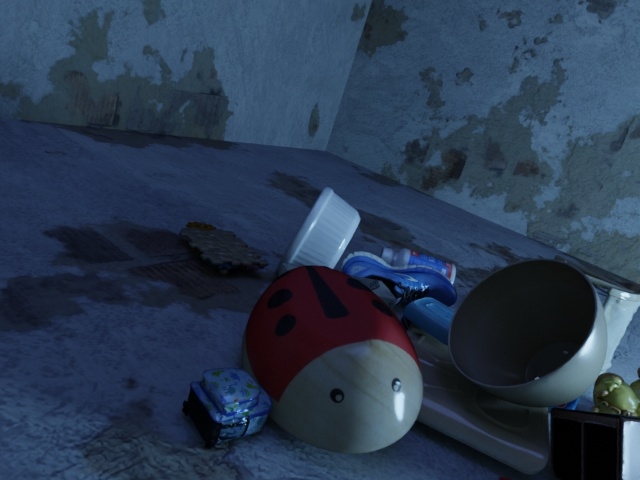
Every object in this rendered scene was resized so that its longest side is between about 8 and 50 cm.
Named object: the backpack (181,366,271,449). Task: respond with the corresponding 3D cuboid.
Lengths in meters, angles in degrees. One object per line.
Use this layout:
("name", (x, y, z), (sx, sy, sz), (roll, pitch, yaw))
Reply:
("backpack", (-0.134, 0.248, 0.855), (0.114, 0.084, 0.105), (6, 23, -43))

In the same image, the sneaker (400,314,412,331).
("sneaker", (0.288, 0.221, 1.373), (0.188, 0.078, 0.067), (22, 18, 11))

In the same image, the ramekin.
("ramekin", (0.000, 0.000, 1.489), (0.127, 0.272, 0.273), (30, 17, -1))

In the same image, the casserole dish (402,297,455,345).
("casserole dish", (0.275, 0.181, 1.267), (0.114, 0.037, 0.188), (-7, 32, -45))

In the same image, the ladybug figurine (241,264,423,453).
("ladybug figurine", (0.012, 0.174, 1.001), (0.305, 0.161, 0.449), (-9, 27, -19))

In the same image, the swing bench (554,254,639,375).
("swing bench", (0.702, 0.209, 1.532), (0.255, 0.253, 0.165), (27, 20, 31))

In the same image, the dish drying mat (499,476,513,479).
("dish drying mat", (0.311, 0.416, 0.906), (0.032, 0.008, 0.083), (20, 17, 4))

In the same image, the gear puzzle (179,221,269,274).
("gear puzzle", (-0.289, 0.014, 1.519), (0.176, 0.044, 0.339), (3, 19, -35))

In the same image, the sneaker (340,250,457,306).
("sneaker", (0.217, 0.140, 1.532), (0.330, 0.129, 0.147), (12, 32, -8))

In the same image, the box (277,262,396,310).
("box", (0.033, 0.137, 1.351), (0.275, 0.094, 0.113), (11, 18, -22))

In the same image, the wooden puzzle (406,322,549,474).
("wooden puzzle", (0.292, 0.305, 1.134), (0.322, 0.080, 0.348), (23, 22, 17))

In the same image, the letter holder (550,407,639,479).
("letter holder", (0.568, 0.418, 0.969), (0.302, 0.214, 0.152), (11, -14, -20))

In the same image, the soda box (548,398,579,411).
("soda box", (0.572, 0.338, 1.310), (0.071, 0.067, 0.210), (26, 18, 25))

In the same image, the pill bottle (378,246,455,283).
("pill bottle", (0.281, 0.095, 1.683), (0.222, 0.124, 0.124), (18, 17, 0))

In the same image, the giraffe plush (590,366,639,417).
("giraffe plush", (0.676, 0.352, 1.225), (0.171, 0.181, 0.210), (8, -1, 7))

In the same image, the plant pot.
("plant pot", (0.416, 0.202, 1.062), (0.191, 0.284, 0.284), (45, 4, -26))
